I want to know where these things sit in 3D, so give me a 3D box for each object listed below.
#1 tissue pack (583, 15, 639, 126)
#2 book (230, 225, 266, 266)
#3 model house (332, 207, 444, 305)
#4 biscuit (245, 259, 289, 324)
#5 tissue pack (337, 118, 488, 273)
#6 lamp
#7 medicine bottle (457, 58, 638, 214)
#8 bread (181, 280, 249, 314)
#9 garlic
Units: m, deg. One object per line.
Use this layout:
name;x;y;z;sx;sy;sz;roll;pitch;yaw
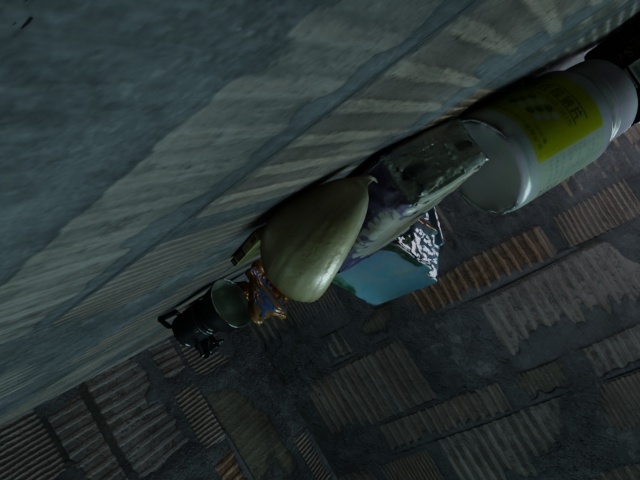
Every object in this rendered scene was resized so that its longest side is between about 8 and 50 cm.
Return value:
tissue pack;0.736;-0.394;1.162;0.198;0.210;0.370;-33;179;-22
book;-0.086;-0.014;1.183;0.161;0.026;0.231;-28;176;-24
model house;0.204;-0.035;1.855;0.360;0.297;0.338;-33;-148;51
biscuit;-0.144;0.129;1.703;0.043;0.183;0.280;-19;-149;32
tissue pack;0.135;-0.078;1.152;0.242;0.125;0.343;-30;171;-34
lamp;-0.316;0.227;1.631;0.227;0.172;0.147;-34;178;27
medicine bottle;0.452;-0.220;1.205;0.379;0.213;0.213;-29;177;-25
bread;-0.330;0.197;1.874;0.269;0.095;0.139;-17;177;10
garlic;-0.006;-0.001;0.964;0.164;0.145;0.244;-16;146;-52
